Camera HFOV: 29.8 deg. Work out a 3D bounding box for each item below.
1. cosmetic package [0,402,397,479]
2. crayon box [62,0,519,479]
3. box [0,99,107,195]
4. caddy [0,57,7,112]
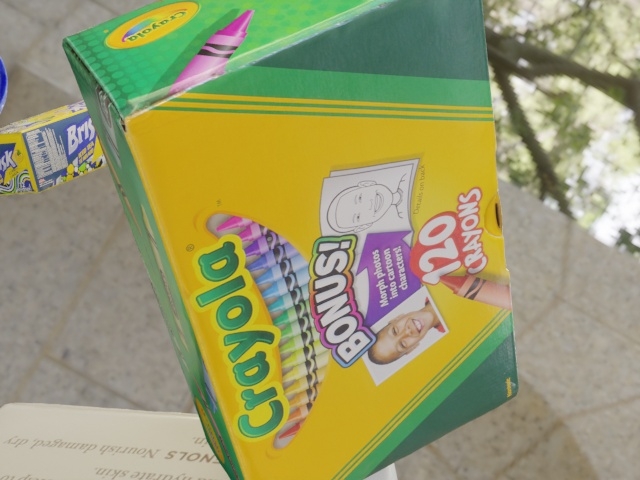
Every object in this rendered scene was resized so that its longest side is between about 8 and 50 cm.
[{"bbox_3d":[-0.145,0.344,0.726,0.394,0.327,0.329,-47,129,-51],"label":"cosmetic package"},{"bbox_3d":[0.000,0.000,0.592,0.165,0.081,0.278,-26,132,-14],"label":"crayon box"},{"bbox_3d":[-0.213,-0.087,1.035,0.169,0.059,0.054,-31,115,-54],"label":"box"},{"bbox_3d":[-0.428,-0.202,1.102,0.341,0.241,0.179,57,-30,34],"label":"caddy"}]
